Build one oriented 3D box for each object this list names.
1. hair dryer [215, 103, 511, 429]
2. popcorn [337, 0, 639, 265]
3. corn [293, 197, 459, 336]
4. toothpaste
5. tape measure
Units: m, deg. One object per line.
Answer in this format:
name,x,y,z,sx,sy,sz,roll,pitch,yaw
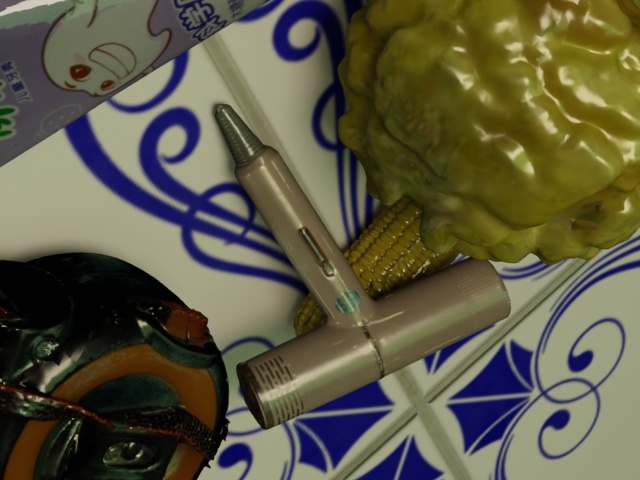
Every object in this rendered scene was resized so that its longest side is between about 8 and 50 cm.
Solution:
hair dryer,0.010,-0.008,1.090,0.195,0.053,0.220,-23,102,-14
popcorn,0.131,-0.104,1.039,0.225,0.249,0.249,-42,151,-66
corn,0.061,0.011,1.170,0.203,0.072,0.072,-48,135,-3
toothpaste,-0.108,-0.148,0.950,0.371,0.080,0.125,-30,135,-10
tape measure,-0.163,0.109,1.009,0.223,0.135,0.202,2,116,-41
